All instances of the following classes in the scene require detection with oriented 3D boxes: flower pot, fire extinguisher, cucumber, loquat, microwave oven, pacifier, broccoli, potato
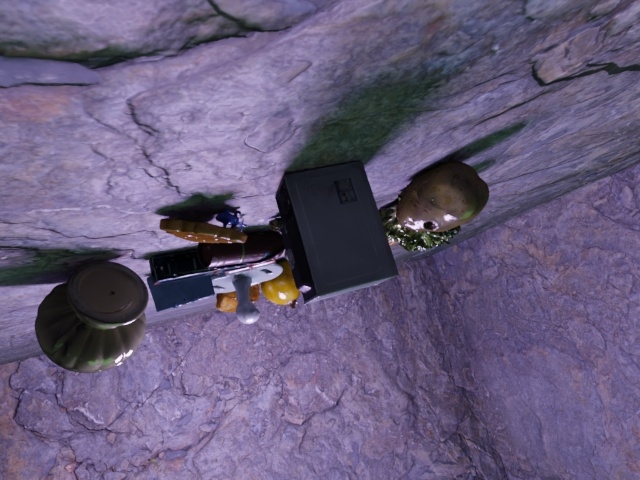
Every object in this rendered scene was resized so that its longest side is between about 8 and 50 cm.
[{"bbox_3d":[-0.646,0.208,1.277,0.307,0.307,0.244,-4,146,-48],"label":"flower pot"},{"bbox_3d":[-0.234,0.025,1.430,0.341,0.105,0.141,-6,-174,-43],"label":"fire extinguisher"},{"bbox_3d":[-0.070,-0.064,1.355,0.181,0.053,0.053,-15,169,-21],"label":"cucumber"},{"bbox_3d":[-0.177,0.219,2.092,0.213,0.246,0.213,-27,166,-7],"label":"loquat"},{"bbox_3d":[0.028,-0.015,1.082,0.237,0.295,0.181,-13,170,-17],"label":"microwave oven"},{"bbox_3d":[-0.303,0.205,1.764,0.343,0.269,0.288,-17,162,15],"label":"pacifier"},{"bbox_3d":[0.341,-0.096,1.541,0.288,0.248,0.246,-8,134,9],"label":"broccoli"},{"bbox_3d":[0.359,-0.123,1.321,0.296,0.192,0.141,-25,178,36],"label":"potato"}]

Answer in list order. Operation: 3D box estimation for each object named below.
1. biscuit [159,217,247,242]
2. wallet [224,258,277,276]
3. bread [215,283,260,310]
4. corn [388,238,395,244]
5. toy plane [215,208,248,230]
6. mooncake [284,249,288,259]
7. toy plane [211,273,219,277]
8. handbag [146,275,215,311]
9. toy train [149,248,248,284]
[{"bbox_3d":[-0.308,-0.022,1.125,0.212,0.041,0.238,8,173,-23],"label":"biscuit"},{"bbox_3d":[-0.268,0.067,1.611,0.196,0.103,0.020,-14,-157,-5],"label":"wallet"},{"bbox_3d":[-0.416,0.262,2.178,0.195,0.149,0.344,8,158,-20],"label":"bread"},{"bbox_3d":[0.348,-0.034,1.996,0.313,0.102,0.102,-21,169,37],"label":"corn"},{"bbox_3d":[-0.238,-0.053,1.175,0.062,0.054,0.167,7,175,17],"label":"toy plane"},{"bbox_3d":[0.006,0.049,1.611,0.254,0.250,0.136,-23,-148,34],"label":"mooncake"},{"bbox_3d":[-0.464,0.171,1.961,0.102,0.040,0.111,-22,169,36],"label":"toy plane"},{"bbox_3d":[-0.511,0.169,1.607,0.221,0.144,0.057,-17,175,-5],"label":"handbag"},{"bbox_3d":[-0.361,0.069,1.477,0.409,0.086,0.089,-10,167,-32],"label":"toy train"}]
